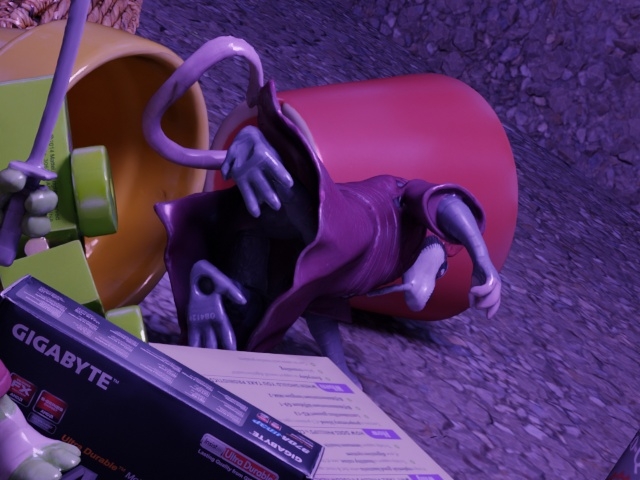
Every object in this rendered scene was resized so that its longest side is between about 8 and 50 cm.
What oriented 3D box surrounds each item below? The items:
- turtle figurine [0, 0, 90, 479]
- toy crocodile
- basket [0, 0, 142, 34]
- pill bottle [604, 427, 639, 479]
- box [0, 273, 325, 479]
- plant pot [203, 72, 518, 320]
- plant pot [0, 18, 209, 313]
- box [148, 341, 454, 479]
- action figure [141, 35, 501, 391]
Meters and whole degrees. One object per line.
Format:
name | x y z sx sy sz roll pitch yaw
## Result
turtle figurine | -0.212 0.027 0.901 0.198 0.275 0.266 -86 153 -77
toy crocodile | -0.186 0.034 1.171 0.115 0.105 0.340 -13 65 -6
basket | -0.314 -0.194 1.662 0.223 0.213 0.299 26 17 -14
pill bottle | 0.392 0.186 1.478 0.210 0.363 0.210 27 17 -9
box | -0.134 0.151 1.050 0.220 0.175 0.051 31 18 1
plant pot | 0.028 -0.049 1.776 0.243 0.275 0.275 0 32 -40
plant pot | -0.261 -0.074 1.407 0.239 0.254 0.254 20 11 29
box | -0.018 0.194 1.214 0.213 0.117 0.243 9 26 -49
action figure | 0.000 0.000 1.452 0.370 0.248 0.275 -8 65 -59
